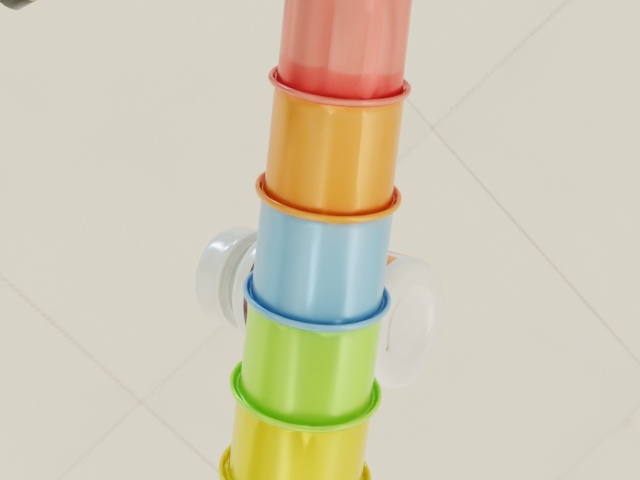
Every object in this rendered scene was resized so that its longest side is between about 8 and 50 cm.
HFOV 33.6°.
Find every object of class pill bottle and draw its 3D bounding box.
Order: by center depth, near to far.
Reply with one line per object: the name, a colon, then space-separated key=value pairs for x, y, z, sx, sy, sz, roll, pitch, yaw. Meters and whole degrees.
pill bottle: x=-0.005 y=0.055 z=0.993 sx=0.121 sy=0.221 sz=0.121 roll=-19 pitch=115 yaw=-47

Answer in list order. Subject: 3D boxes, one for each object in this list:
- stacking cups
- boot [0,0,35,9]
stacking cups: x=0.000 y=0.000 z=0.592 sx=0.096 sy=0.096 sz=0.316 roll=2 pitch=112 yaw=-11
boot: x=-0.234 y=-0.305 z=0.852 sx=0.137 sy=0.077 sz=0.197 roll=-23 pitch=101 yaw=17
